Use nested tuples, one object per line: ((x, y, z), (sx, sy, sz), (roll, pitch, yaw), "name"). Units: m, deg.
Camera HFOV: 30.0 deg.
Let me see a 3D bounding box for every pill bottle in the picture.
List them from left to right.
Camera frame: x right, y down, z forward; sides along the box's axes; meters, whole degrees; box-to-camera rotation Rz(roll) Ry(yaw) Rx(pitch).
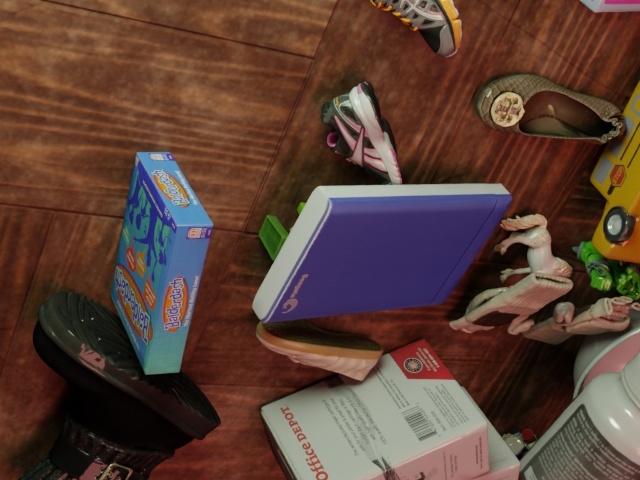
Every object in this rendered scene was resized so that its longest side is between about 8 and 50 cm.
((0.437, 0.311, 1.797), (0.176, 0.176, 0.318), (10, 128, -34), "pill bottle")

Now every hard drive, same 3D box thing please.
((0.085, 0.014, 1.569), (0.319, 0.040, 0.210), (-3, 136, -39), "hard drive")

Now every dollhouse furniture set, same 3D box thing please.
((0.000, 0.000, 1.554), (0.152, 0.058, 0.076), (8, 120, -33), "dollhouse furniture set")

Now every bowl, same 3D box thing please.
((0.528, 0.186, 1.919), (0.298, 0.134, 0.297), (-7, 130, -8), "bowl")

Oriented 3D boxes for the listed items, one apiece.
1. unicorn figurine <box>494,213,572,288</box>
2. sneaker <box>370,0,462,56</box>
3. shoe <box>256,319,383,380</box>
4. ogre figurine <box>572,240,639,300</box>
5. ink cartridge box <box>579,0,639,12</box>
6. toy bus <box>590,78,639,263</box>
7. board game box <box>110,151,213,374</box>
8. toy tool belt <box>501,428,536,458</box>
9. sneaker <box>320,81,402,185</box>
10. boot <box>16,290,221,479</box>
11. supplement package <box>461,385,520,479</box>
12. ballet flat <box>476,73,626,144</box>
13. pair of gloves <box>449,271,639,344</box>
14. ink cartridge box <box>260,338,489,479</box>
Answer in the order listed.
((0.315, 0.029, 1.750), (0.111, 0.060, 0.162), (-20, 134, -9), "unicorn figurine")
((0.093, -0.291, 1.374), (0.083, 0.084, 0.215), (-35, 124, 2), "sneaker")
((-0.004, 0.155, 1.659), (0.219, 0.076, 0.058), (15, 110, -39), "shoe")
((0.463, 0.038, 1.800), (0.197, 0.118, 0.096), (-18, 127, -18), "ogre figurine")
((0.439, -0.433, 1.468), (0.186, 0.065, 0.311), (-6, 125, -25), "ink cartridge box")
((0.480, -0.132, 1.666), (0.108, 0.130, 0.332), (7, 120, -27), "toy bus")
((-0.191, 0.026, 1.400), (0.047, 0.160, 0.210), (-2, 124, -27), "board game box")
((0.329, 0.346, 2.016), (0.083, 0.052, 0.051), (-44, 162, 11), "toy tool belt")
((0.049, -0.125, 1.494), (0.077, 0.072, 0.178), (-15, 136, 12), "sneaker")
((-0.310, 0.239, 1.516), (0.260, 0.131, 0.348), (-39, 134, 3), "boot")
((0.214, 0.331, 1.843), (0.105, 0.179, 0.105), (-15, 130, -19), "supplement package")
((0.317, -0.167, 1.602), (0.250, 0.058, 0.084), (7, 119, -33), "ballet flat")
((0.336, 0.113, 1.767), (0.240, 0.042, 0.204), (15, 153, -33), "pair of gloves")
((0.077, 0.286, 1.720), (0.273, 0.197, 0.114), (-21, 131, -14), "ink cartridge box")
